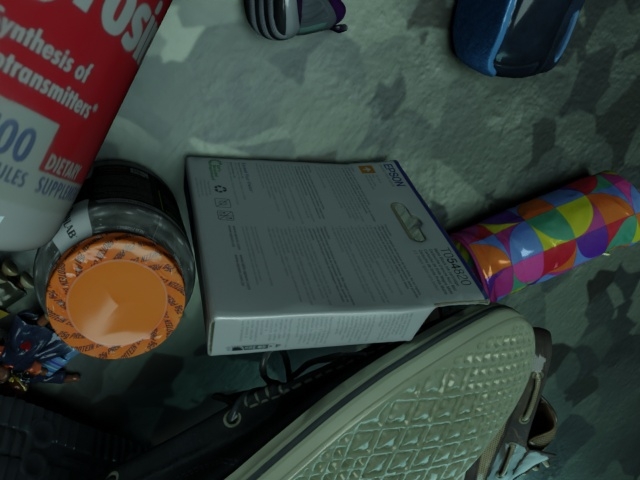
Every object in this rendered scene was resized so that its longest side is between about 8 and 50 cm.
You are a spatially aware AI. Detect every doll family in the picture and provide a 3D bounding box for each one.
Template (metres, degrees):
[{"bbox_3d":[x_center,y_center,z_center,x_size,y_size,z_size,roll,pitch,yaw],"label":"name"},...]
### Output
[{"bbox_3d":[-0.293,0.089,0.535,0.111,0.076,0.193,-44,121,-4],"label":"doll family"}]

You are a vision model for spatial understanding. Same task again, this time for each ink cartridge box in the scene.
[{"bbox_3d":[0.000,0.000,0.518,0.224,0.223,0.045,-1,128,-17],"label":"ink cartridge box"}]

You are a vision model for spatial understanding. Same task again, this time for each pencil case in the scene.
[{"bbox_3d":[0.265,0.000,0.682,0.237,0.104,0.104,-19,116,-10],"label":"pencil case"}]

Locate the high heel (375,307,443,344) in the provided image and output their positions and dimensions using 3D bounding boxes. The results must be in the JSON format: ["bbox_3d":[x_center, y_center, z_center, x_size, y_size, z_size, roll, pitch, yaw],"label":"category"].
[{"bbox_3d":[0.127,0.160,0.728,0.117,0.082,0.243,-8,99,-61],"label":"high heel"}]

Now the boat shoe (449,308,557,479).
[{"bbox_3d":[0.217,0.236,0.699,0.130,0.132,0.355,2,129,18],"label":"boat shoe"}]

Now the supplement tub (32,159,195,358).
[{"bbox_3d":[-0.167,0.009,0.479,0.117,0.190,0.116,-7,112,-17],"label":"supplement tub"}]

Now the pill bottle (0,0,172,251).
[{"bbox_3d":[-0.185,-0.218,0.342,0.229,0.229,0.407,26,88,-26],"label":"pill bottle"}]

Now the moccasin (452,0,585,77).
[{"bbox_3d":[0.225,-0.324,0.536,0.117,0.137,0.341,2,124,-25],"label":"moccasin"}]

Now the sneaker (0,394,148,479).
[{"bbox_3d":[-0.274,0.262,0.610,0.131,0.112,0.319,-26,127,25],"label":"sneaker"}]

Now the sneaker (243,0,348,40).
[{"bbox_3d":[-0.015,-0.288,0.492,0.098,0.083,0.223,-17,122,-35],"label":"sneaker"}]

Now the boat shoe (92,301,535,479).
[{"bbox_3d":[-0.027,0.191,0.524,0.500,0.156,0.186,-31,127,-9],"label":"boat shoe"}]
